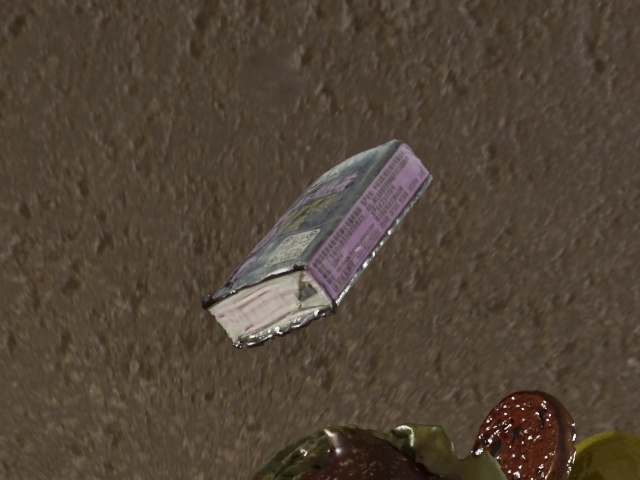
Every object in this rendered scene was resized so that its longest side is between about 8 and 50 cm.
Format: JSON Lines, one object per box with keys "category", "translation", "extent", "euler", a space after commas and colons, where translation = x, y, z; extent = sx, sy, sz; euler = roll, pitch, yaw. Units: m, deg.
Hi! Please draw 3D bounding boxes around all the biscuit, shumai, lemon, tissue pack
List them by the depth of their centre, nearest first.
{"category": "shumai", "translation": [0.056, 0.348, 1.267], "extent": [0.330, 0.288, 0.292], "euler": [-35, 106, -21]}
{"category": "biscuit", "translation": [0.256, 0.284, 1.552], "extent": [0.049, 0.192, 0.192], "euler": [26, 68, -29]}
{"category": "lemon", "translation": [0.413, 0.356, 1.671], "extent": [0.184, 0.248, 0.184], "euler": [2, 99, 12]}
{"category": "tissue pack", "translation": [0.000, 0.000, 1.922], "extent": [0.122, 0.259, 0.361], "euler": [53, 45, -13]}
